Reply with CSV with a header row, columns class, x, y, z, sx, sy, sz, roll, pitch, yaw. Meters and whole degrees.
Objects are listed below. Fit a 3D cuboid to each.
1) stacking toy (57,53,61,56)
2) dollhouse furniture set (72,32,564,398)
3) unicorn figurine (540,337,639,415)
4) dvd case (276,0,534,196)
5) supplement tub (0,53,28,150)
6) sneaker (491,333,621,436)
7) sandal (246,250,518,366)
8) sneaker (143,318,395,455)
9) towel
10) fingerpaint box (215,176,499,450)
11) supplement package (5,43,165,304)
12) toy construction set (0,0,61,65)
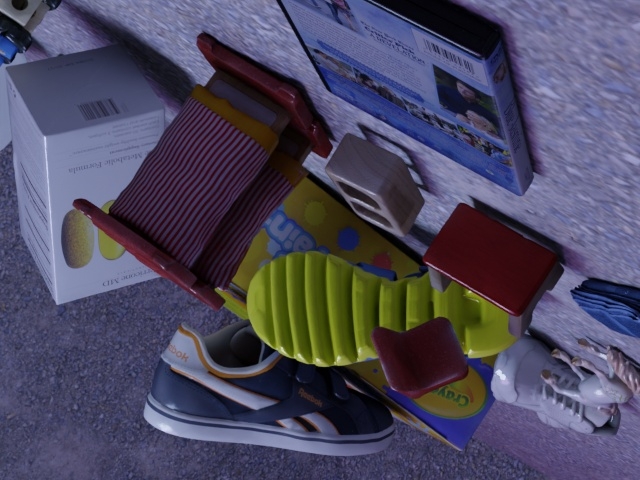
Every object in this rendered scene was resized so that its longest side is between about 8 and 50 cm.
class,x,y,z,sx,sy,sz,roll,pitch,yaw
stacking toy,-0.325,-0.121,1.789,0.052,0.221,0.167,-9,-160,-22
dollhouse furniture set,0.000,0.000,1.205,0.374,0.201,0.152,31,172,23
unicorn figurine,0.302,0.156,1.490,0.111,0.060,0.162,35,173,-10
dvd case,0.053,-0.118,0.916,0.180,0.022,0.253,31,173,20
supplement tub,-0.571,-0.243,1.893,0.325,0.235,0.235,27,170,42
sneaker,0.295,0.179,1.643,0.115,0.090,0.232,17,173,42
sandal,0.074,0.079,1.465,0.318,0.126,0.138,5,176,20
sneaker,-0.038,0.168,1.573,0.321,0.127,0.126,10,-170,-33
towel,0.268,0.065,1.165,0.067,0.029,0.119,35,172,-20
fingerpaint box,-0.016,0.052,1.745,0.445,0.163,0.371,37,172,-22
supplement package,-0.257,-0.072,1.513,0.134,0.139,0.244,54,151,40
toy construction set,-0.391,-0.267,1.401,0.215,0.151,0.327,36,-177,-18
